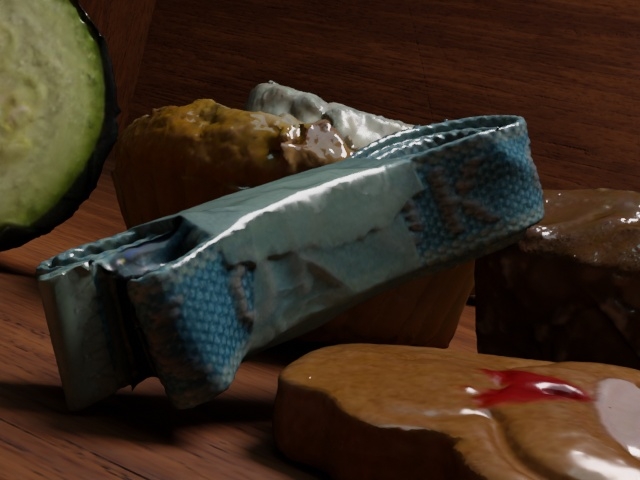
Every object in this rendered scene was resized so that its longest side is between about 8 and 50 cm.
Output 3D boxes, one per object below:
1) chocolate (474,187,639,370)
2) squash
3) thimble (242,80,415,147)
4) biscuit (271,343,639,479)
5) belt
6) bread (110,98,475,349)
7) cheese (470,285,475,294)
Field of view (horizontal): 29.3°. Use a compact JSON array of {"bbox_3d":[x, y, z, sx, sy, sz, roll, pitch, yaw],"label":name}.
[{"bbox_3d":[0.190,0.058,0.677,0.214,0.148,0.093,13,33,41],"label":"chocolate"},{"bbox_3d":[-0.255,-0.102,0.837,0.220,0.220,0.133,12,6,-28],"label":"squash"},{"bbox_3d":[0.027,-0.048,1.309,0.291,0.195,0.291,14,2,0],"label":"thimble"},{"bbox_3d":[0.142,0.092,0.491,0.334,0.047,0.202,11,11,19],"label":"biscuit"},{"bbox_3d":[0.000,0.000,0.586,0.087,0.072,0.302,8,23,44],"label":"belt"},{"bbox_3d":[-0.016,-0.006,0.843,0.274,0.149,0.274,12,-2,0],"label":"bread"},{"bbox_3d":[0.133,0.027,1.521,0.270,0.069,0.177,-3,14,-21],"label":"cheese"}]
